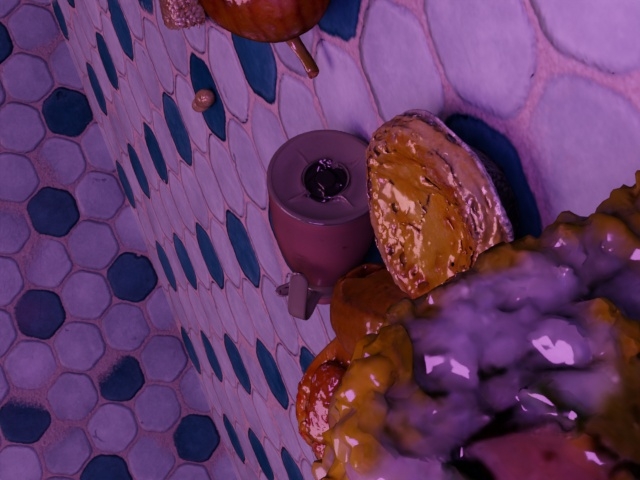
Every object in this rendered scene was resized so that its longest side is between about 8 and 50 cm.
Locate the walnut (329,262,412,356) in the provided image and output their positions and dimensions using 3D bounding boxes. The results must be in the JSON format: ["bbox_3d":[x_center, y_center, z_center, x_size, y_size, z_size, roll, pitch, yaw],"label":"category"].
[{"bbox_3d":[0.090,0.099,1.027,0.245,0.137,0.137,33,141,58],"label":"walnut"}]

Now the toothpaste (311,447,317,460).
[{"bbox_3d":[0.087,0.412,1.442,0.336,0.081,0.067,5,111,68],"label":"toothpaste"}]

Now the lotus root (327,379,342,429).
[{"bbox_3d":[0.132,0.321,1.098,0.343,0.169,0.151,61,143,13],"label":"lotus root"}]

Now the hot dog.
[{"bbox_3d":[0.045,0.277,1.299,0.150,0.153,0.257,28,136,60],"label":"hot dog"}]

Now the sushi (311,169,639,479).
[{"bbox_3d":[0.192,0.174,0.478,0.351,0.396,0.240,48,149,32],"label":"sushi"}]

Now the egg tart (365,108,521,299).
[{"bbox_3d":[0.131,-0.024,0.854,0.234,0.094,0.234,50,150,42],"label":"egg tart"}]

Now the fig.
[{"bbox_3d":[-0.064,-0.302,0.999,0.175,0.175,0.207,63,179,14],"label":"fig"}]

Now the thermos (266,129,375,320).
[{"bbox_3d":[0.000,0.000,1.125,0.146,0.176,0.265,21,148,12],"label":"thermos"}]

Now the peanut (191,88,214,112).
[{"bbox_3d":[-0.224,-0.267,1.601,0.037,0.037,0.083,66,157,5],"label":"peanut"}]

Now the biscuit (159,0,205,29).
[{"bbox_3d":[-0.250,-0.446,1.436,0.082,0.070,0.168,21,129,52],"label":"biscuit"}]
